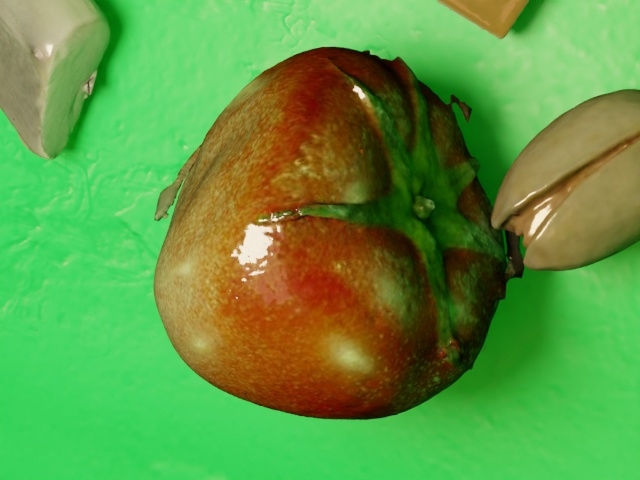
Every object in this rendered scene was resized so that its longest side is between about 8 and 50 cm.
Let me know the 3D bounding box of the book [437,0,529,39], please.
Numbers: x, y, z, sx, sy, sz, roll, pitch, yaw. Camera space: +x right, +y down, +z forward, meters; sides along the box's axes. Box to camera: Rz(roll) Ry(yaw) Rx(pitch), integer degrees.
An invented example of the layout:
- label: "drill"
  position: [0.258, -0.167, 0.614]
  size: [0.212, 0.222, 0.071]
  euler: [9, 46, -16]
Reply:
- label: "book"
  position: [0.139, -0.388, 1.080]
  size: [0.269, 0.032, 0.389]
  euler: [34, 108, 0]

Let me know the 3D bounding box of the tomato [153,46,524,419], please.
- label: "tomato"
  position: [0.000, 0.000, 1.115]
  size: [0.239, 0.303, 0.303]
  euler: [-18, 93, 39]

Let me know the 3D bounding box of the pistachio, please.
- label: "pistachio"
  position: [0.220, -0.049, 1.098]
  size: [0.185, 0.124, 0.124]
  euler: [-38, 83, -18]

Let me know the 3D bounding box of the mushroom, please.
- label: "mushroom"
  position: [-0.336, -0.236, 1.291]
  size: [0.329, 0.122, 0.159]
  euler: [41, 102, 10]
